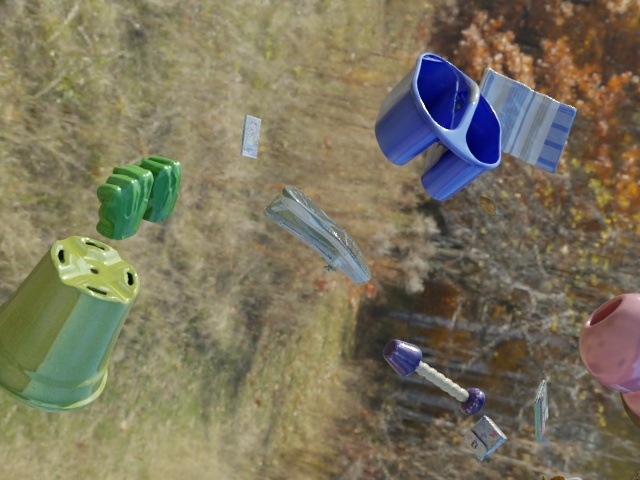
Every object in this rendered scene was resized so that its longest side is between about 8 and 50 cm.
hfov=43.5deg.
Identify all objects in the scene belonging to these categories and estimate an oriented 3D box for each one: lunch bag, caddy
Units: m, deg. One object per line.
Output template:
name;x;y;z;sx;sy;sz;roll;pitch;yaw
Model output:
lunch bag;0.389;0.472;1.914;0.083;0.071;0.053;-45;148;9
caddy;0.255;-0.245;1.631;0.179;0.241;0.341;-41;-162;32

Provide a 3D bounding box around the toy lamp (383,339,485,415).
toy lamp;0.259;0.314;1.849;0.080;0.274;0.080;-46;-158;24

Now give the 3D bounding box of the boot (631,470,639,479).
boot;0.693;0.633;1.622;0.284;0.138;0.377;-46;-166;-15

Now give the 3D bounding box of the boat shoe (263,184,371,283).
boat shoe;-0.001;0.000;2.038;0.103;0.320;0.118;-43;-167;18

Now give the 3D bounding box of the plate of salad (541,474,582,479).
plate of salad;0.353;0.456;1.340;0.200;0.048;0.200;-23;139;-21

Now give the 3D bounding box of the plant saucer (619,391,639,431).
plant saucer;0.912;0.369;2.011;0.050;0.310;0.311;64;40;-82

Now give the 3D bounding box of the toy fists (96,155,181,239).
toy fists;-0.394;-0.108;1.756;0.279;0.096;0.142;-36;151;-64

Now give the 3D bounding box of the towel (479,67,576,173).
towel;0.541;-0.328;2.179;0.034;0.285;0.209;123;-8;-75

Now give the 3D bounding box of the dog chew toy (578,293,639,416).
dog chew toy;0.679;0.269;1.616;0.206;0.332;0.206;-40;178;-1

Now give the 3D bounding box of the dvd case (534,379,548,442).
dvd case;0.459;0.353;1.668;0.119;0.013;0.087;-32;119;-62

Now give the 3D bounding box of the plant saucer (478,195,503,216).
plant saucer;0.479;-0.093;2.276;0.015;0.083;0.083;-51;166;-11

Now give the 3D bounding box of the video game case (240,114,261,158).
video game case;-0.213;-0.315;2.449;0.087;0.011;0.122;2;95;-65

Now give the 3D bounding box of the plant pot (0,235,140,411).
plant pot;-0.483;0.141;1.544;0.254;0.276;0.276;-53;-179;23
